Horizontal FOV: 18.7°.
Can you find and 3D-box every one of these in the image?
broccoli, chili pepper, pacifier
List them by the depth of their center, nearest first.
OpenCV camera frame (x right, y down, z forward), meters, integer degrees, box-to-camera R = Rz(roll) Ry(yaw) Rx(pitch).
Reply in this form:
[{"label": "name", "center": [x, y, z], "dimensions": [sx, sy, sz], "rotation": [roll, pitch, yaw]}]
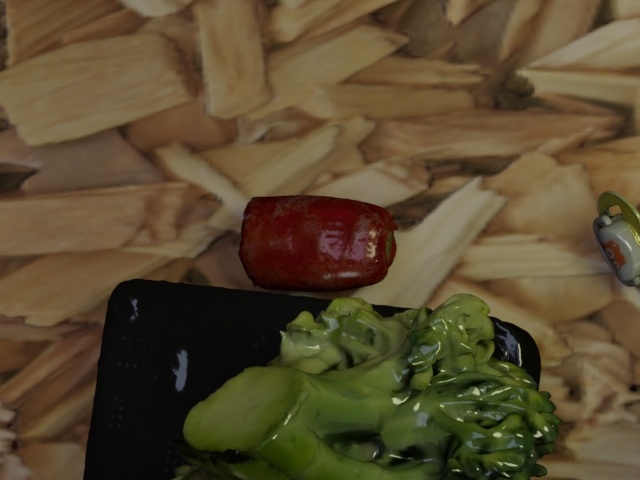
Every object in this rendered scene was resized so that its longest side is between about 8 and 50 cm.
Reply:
[{"label": "broccoli", "center": [-0.001, 0.133, 1.288], "dimensions": [0.288, 0.245, 0.248], "rotation": [-40, 48, 3]}, {"label": "pacifier", "center": [0.228, -0.002, 1.369], "dimensions": [0.064, 0.068, 0.083], "rotation": [-28, 90, -15]}, {"label": "chili pepper", "center": [0.000, 0.000, 1.462], "dimensions": [0.123, 0.073, 0.070], "rotation": [2, 128, 27]}]

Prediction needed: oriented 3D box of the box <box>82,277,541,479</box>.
[{"label": "box", "center": [-0.013, 0.146, 1.457], "dimensions": [0.350, 0.058, 0.211], "rotation": [5, 87, 26]}]
